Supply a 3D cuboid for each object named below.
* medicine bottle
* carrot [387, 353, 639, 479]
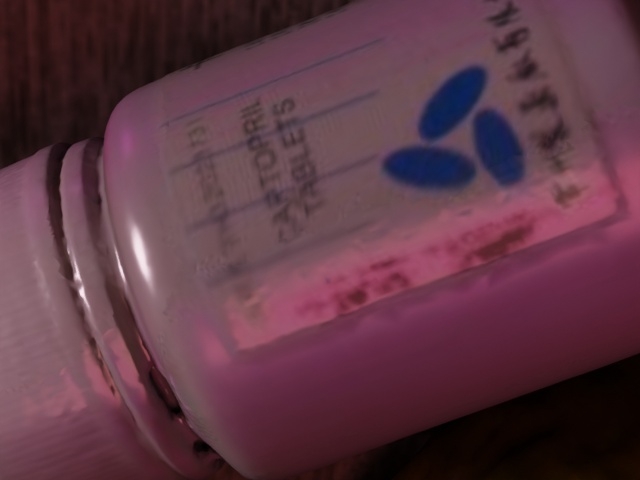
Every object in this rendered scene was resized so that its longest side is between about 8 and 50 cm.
[{"bbox_3d":[0.000,0.000,0.509,0.254,0.152,0.152,-19,123,6],"label":"medicine bottle"},{"bbox_3d":[0.171,0.201,0.584,0.241,0.341,0.241,-15,130,-19],"label":"carrot"}]
